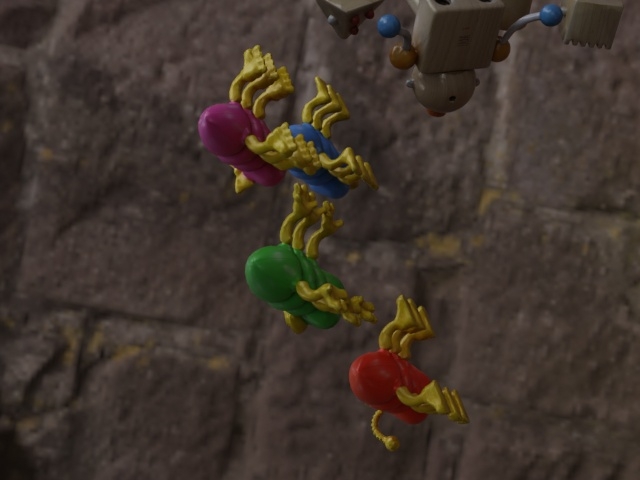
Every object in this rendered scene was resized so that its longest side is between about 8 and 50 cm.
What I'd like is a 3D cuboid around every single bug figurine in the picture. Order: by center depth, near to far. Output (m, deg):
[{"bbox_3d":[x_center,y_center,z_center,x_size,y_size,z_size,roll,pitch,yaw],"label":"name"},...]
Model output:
[{"bbox_3d":[0.000,0.000,0.886,0.072,0.216,0.279,-29,57,16],"label":"bug figurine"}]

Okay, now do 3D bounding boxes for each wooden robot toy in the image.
[{"bbox_3d":[0.075,-0.109,0.738,0.076,0.173,0.079,-115,26,-47],"label":"wooden robot toy"}]
